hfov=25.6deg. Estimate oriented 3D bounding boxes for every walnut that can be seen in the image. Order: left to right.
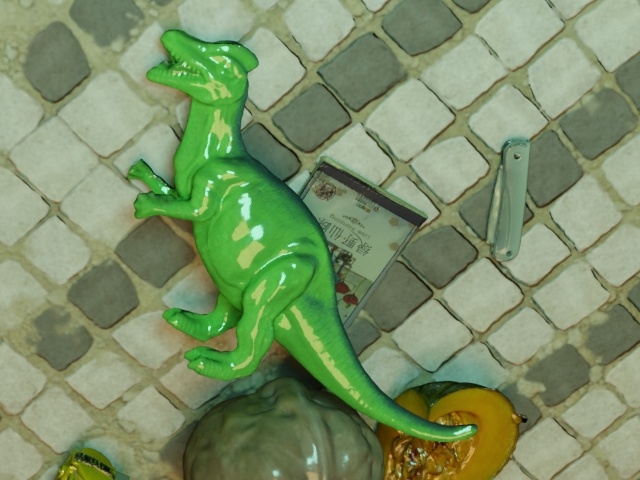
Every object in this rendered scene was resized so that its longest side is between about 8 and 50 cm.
[{"bbox_3d":[-0.045,0.285,1.728,0.248,0.248,0.248,-3,116,-7],"label":"walnut"}]

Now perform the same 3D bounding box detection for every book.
[{"bbox_3d":[0.005,0.027,1.721,0.157,0.026,0.231,29,108,-19],"label":"book"}]

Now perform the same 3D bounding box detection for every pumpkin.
[{"bbox_3d":[0.155,0.284,1.837,0.163,0.111,0.278,5,114,-28],"label":"pumpkin"}]

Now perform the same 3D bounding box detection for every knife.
[{"bbox_3d":[0.229,-0.048,1.719,0.044,0.023,0.162,1,116,-4],"label":"knife"}]

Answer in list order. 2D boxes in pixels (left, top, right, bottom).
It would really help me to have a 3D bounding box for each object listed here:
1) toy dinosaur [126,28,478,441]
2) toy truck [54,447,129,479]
[{"bbox_3d":[0.000,0.000,1.642,0.500,0.144,0.374,17,98,-10],"label":"toy dinosaur"},{"bbox_3d":[-0.321,0.376,1.804,0.114,0.098,0.227,28,106,-16],"label":"toy truck"}]
